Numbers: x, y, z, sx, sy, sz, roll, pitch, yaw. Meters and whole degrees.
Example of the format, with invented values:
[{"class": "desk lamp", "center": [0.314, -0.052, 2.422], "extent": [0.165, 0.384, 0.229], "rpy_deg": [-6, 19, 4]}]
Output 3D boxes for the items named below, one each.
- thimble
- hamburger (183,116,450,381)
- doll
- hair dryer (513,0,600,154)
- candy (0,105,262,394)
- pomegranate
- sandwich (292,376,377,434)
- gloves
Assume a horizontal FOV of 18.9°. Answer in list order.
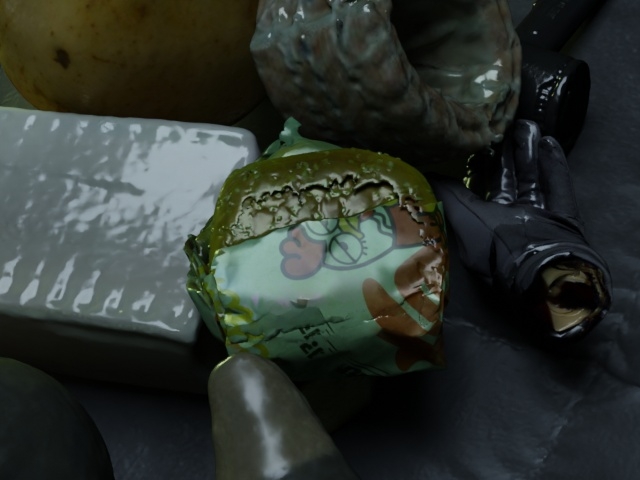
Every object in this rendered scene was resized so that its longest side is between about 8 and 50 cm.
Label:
[{"class": "thimble", "center": [0.063, -0.164, 1.643], "extent": [0.148, 0.229, 0.196], "rpy_deg": [-11, 55, 35]}, {"class": "hamburger", "center": [0.000, -0.002, 1.517], "extent": [0.214, 0.125, 0.235], "rpy_deg": [5, 67, -6]}, {"class": "doll", "center": [-0.166, 0.200, 1.434], "extent": [0.378, 0.252, 0.382], "rpy_deg": [-15, 81, -23]}, {"class": "hair dryer", "center": [0.199, -0.193, 1.826], "extent": [0.197, 0.089, 0.251], "rpy_deg": [21, 47, 30]}, {"class": "candy", "center": [-0.224, 0.005, 1.662], "extent": [0.358, 0.145, 0.208], "rpy_deg": [5, 63, 17]}, {"class": "pomegranate", "center": [-0.157, -0.252, 1.723], "extent": [0.342, 0.342, 0.342], "rpy_deg": [-6, 48, 7]}, {"class": "sandwich", "center": [0.012, 0.070, 1.610], "extent": [0.088, 0.090, 0.244], "rpy_deg": [-2, 47, 13]}, {"class": "gloves", "center": [0.164, -0.009, 1.624], "extent": [0.142, 0.119, 0.285], "rpy_deg": [8, 33, -12]}]
